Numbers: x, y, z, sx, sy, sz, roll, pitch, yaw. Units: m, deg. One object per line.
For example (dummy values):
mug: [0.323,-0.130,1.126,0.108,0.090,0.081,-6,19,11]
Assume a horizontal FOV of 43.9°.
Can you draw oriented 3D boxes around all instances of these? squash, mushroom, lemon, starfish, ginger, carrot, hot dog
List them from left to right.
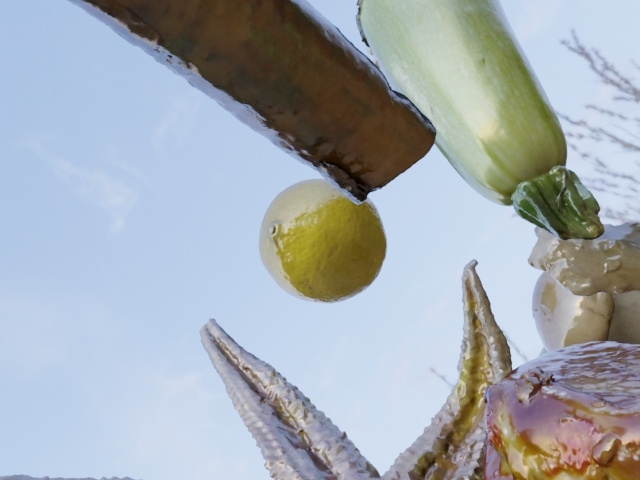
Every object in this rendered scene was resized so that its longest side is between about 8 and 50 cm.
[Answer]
carrot: [-0.059,-0.101,0.316,0.260,0.070,0.070,33,-85,-27]
lemon: [0.000,0.000,1.116,0.203,0.178,0.178,13,-73,-47]
starfish: [0.011,0.163,0.512,0.398,0.384,0.132,-50,-26,-47]
squash: [0.102,-0.082,0.478,0.094,0.224,0.094,-15,-38,-12]
hot dog: [0.174,0.133,0.440,0.153,0.257,0.150,-14,-89,-13]
ginger: [0.249,0.011,0.611,0.173,0.069,0.051,1,-45,11]
mushroom: [0.458,0.127,1.032,0.407,0.137,0.154,11,-58,-19]

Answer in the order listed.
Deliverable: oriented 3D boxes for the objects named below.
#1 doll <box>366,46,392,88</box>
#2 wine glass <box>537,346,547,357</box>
doll: [0.204,-0.253,1.284,0.138,0.293,0.119,-54,-14,-44]
wine glass: [0.340,0.229,1.223,0.066,0.066,0.198,25,-85,-40]
